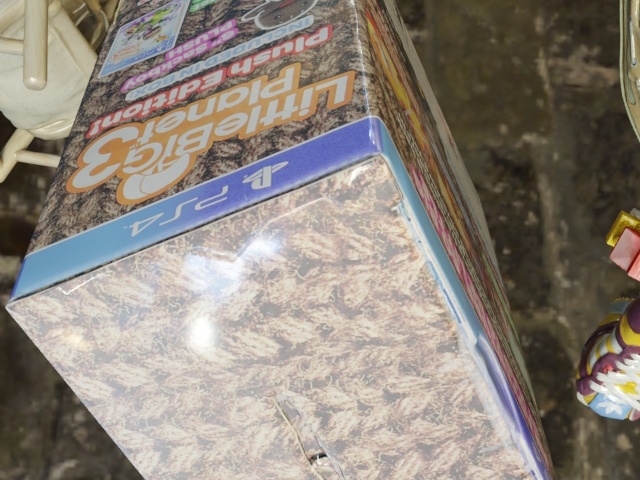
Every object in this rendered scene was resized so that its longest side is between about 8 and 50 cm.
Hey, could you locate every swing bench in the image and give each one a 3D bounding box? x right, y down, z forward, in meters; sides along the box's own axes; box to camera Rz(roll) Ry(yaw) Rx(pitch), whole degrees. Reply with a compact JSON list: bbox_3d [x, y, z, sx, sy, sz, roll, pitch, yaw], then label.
[{"bbox_3d":[-0.247,-0.205,0.942,0.253,0.165,0.255,70,-148,-68],"label":"swing bench"}]

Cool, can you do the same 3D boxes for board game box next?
[{"bbox_3d":[0.000,0.000,0.502,0.291,0.141,0.232,-92,-23,-55],"label":"board game box"}]

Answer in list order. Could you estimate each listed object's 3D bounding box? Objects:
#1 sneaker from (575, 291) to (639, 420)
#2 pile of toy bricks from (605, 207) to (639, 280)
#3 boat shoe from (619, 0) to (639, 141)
[{"bbox_3d":[0.213,0.082,0.670,0.084,0.069,0.185,-59,-11,-5],"label":"sneaker"},{"bbox_3d":[0.239,0.016,0.426,0.118,0.212,0.105,-65,-4,20],"label":"pile of toy bricks"},{"bbox_3d":[0.228,-0.127,0.668,0.072,0.068,0.190,-45,-60,-72],"label":"boat shoe"}]
